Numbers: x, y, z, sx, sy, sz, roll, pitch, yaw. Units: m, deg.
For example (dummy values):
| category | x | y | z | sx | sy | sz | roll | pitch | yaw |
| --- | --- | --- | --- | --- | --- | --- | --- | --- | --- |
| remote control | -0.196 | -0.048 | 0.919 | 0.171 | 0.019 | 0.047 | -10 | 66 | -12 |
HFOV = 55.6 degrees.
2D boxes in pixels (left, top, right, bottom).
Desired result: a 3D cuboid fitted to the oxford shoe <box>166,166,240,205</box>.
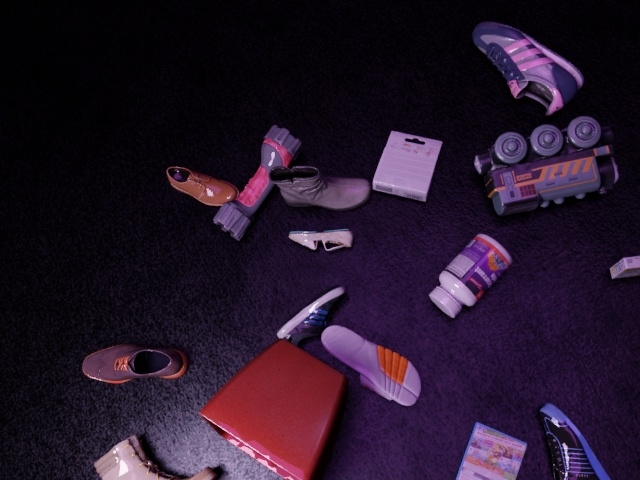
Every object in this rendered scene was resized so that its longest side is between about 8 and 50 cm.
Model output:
| category | x | y | z | sx | sy | sz | roll | pitch | yaw |
| --- | --- | --- | --- | --- | --- | --- | --- | --- | --- |
| oxford shoe | -0.319 | -0.147 | 1.629 | 0.212 | 0.076 | 0.076 | 16 | 75 | 11 |

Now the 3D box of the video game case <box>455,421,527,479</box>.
| category | x | y | z | sx | sy | sz | roll | pitch | yaw |
| --- | --- | --- | --- | --- | --- | --- | --- | --- | --- |
| video game case | 0.377 | 0.509 | 1.357 | 0.119 | 0.015 | 0.167 | 20 | 78 | 15 |

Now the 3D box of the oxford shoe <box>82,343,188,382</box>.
| category | x | y | z | sx | sy | sz | roll | pitch | yaw |
| --- | --- | --- | --- | --- | --- | --- | --- | --- | --- |
| oxford shoe | -0.474 | 0.299 | 1.508 | 0.271 | 0.098 | 0.097 | -6 | 73 | 7 |

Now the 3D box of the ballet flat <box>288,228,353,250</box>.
| category | x | y | z | sx | sy | sz | roll | pitch | yaw |
| --- | --- | --- | --- | --- | --- | --- | --- | --- | --- |
| ballet flat | 0.000 | 0.000 | 1.546 | 0.168 | 0.057 | 0.053 | -3 | 83 | 8 |

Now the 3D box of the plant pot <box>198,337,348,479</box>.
| category | x | y | z | sx | sy | sz | roll | pitch | yaw |
| --- | --- | --- | --- | --- | --- | --- | --- | --- | --- |
| plant pot | -0.071 | 0.380 | 1.353 | 0.267 | 0.267 | 0.236 | 28 | 66 | 16 |

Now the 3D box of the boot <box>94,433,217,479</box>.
| category | x | y | z | sx | sy | sz | roll | pitch | yaw |
| --- | --- | --- | --- | --- | --- | --- | --- | --- | --- |
| boot | -0.391 | 0.545 | 1.429 | 0.261 | 0.095 | 0.204 | -31 | 70 | 3 |

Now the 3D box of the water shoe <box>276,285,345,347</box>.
| category | x | y | z | sx | sy | sz | roll | pitch | yaw |
| --- | --- | --- | --- | --- | --- | --- | --- | --- | --- |
| water shoe | -0.011 | 0.191 | 1.493 | 0.203 | 0.073 | 0.080 | -37 | 93 | 1 |

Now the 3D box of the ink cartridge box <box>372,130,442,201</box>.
| category | x | y | z | sx | sy | sz | roll | pitch | yaw |
| --- | --- | --- | --- | --- | --- | --- | --- | --- | --- |
| ink cartridge box | 0.227 | -0.196 | 1.584 | 0.145 | 0.045 | 0.179 | 14 | 58 | 13 |

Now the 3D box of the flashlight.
| category | x | y | z | sx | sy | sz | roll | pitch | yaw |
| --- | --- | --- | --- | --- | --- | --- | --- | --- | --- |
| flashlight | -0.168 | -0.155 | 1.589 | 0.103 | 0.103 | 0.304 | 34 | 79 | 6 |

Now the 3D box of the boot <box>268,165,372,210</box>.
| category | x | y | z | sx | sy | sz | roll | pitch | yaw |
| --- | --- | --- | --- | --- | --- | --- | --- | --- | --- |
| boot | 0.003 | -0.138 | 1.528 | 0.246 | 0.161 | 0.084 | -2 | 74 | 8 |

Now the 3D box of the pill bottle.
| category | x | y | z | sx | sy | sz | roll | pitch | yaw |
| --- | --- | --- | --- | --- | --- | --- | --- | --- | --- |
| pill bottle | 0.351 | 0.086 | 1.436 | 0.108 | 0.108 | 0.193 | 43 | 84 | 17 |

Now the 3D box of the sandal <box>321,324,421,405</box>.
| category | x | y | z | sx | sy | sz | roll | pitch | yaw |
| --- | --- | --- | --- | --- | --- | --- | --- | --- | --- |
| sandal | 0.115 | 0.292 | 1.429 | 0.265 | 0.076 | 0.102 | 34 | 58 | 5 |

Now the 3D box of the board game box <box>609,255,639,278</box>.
| category | x | y | z | sx | sy | sz | roll | pitch | yaw |
| --- | --- | --- | --- | --- | --- | --- | --- | --- | --- |
| board game box | 0.756 | 0.055 | 1.383 | 0.153 | 0.103 | 0.026 | -8 | 73 | 7 |

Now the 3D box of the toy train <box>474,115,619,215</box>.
| category | x | y | z | sx | sy | sz | roll | pitch | yaw |
| --- | --- | --- | --- | --- | --- | --- | --- | --- | --- |
| toy train | 0.550 | -0.178 | 1.476 | 0.333 | 0.142 | 0.191 | -12 | 84 | 3 |

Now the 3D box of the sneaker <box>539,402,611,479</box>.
| category | x | y | z | sx | sy | sz | roll | pitch | yaw |
| --- | --- | --- | --- | --- | --- | --- | --- | --- | --- |
| sneaker | 0.534 | 0.471 | 1.308 | 0.090 | 0.081 | 0.232 | -29 | 73 | -8 |

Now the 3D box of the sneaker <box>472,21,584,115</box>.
| category | x | y | z | sx | sy | sz | roll | pitch | yaw |
| --- | --- | --- | --- | --- | --- | --- | --- | --- | --- |
| sneaker | 0.508 | -0.445 | 1.565 | 0.319 | 0.112 | 0.131 | 37 | 79 | 18 |
